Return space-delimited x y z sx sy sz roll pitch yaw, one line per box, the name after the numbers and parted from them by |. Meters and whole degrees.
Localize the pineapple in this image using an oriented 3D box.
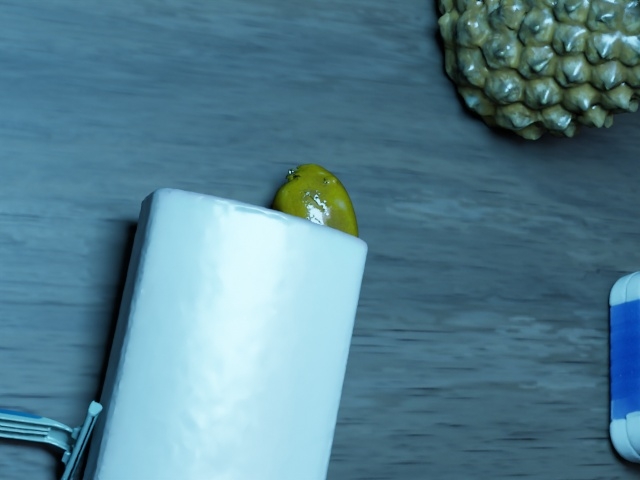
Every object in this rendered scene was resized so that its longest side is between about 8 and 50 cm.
0.276 -0.215 1.596 0.223 0.357 0.223 9 75 -38 | pineapple

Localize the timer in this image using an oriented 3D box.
0.378 0.130 1.769 0.253 0.078 0.178 13 72 -34 | timer

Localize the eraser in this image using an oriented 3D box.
-0.072 0.112 1.408 0.174 0.095 0.270 15 76 -17 | eraser

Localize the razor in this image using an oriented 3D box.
-0.250 0.128 1.329 0.191 0.037 0.068 12 110 -32 | razor

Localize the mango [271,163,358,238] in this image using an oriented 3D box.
0.000 0.000 1.527 0.077 0.063 0.127 -4 83 -45 | mango
